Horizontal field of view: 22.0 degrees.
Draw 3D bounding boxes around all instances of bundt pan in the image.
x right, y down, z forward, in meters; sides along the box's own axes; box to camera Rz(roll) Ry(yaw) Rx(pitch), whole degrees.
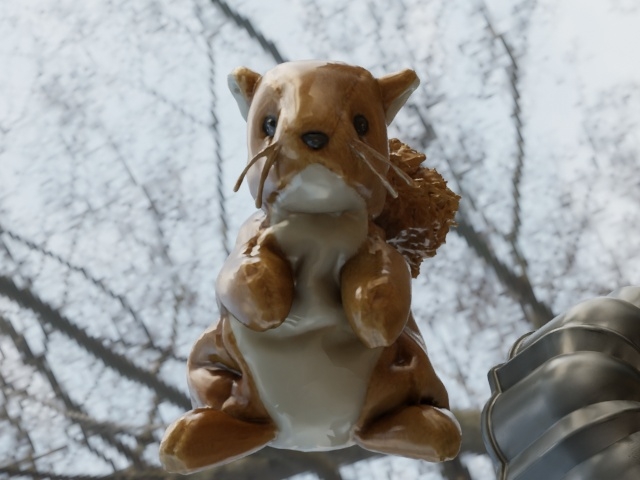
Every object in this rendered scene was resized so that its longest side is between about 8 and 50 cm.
[{"bbox_3d":[0.312,0.175,1.437,0.330,0.124,0.331,19,-136,-19],"label":"bundt pan"}]

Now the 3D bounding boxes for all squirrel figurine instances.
[{"bbox_3d":[0.000,0.000,1.633,0.397,0.281,0.371,-54,-39,-75],"label":"squirrel figurine"}]
